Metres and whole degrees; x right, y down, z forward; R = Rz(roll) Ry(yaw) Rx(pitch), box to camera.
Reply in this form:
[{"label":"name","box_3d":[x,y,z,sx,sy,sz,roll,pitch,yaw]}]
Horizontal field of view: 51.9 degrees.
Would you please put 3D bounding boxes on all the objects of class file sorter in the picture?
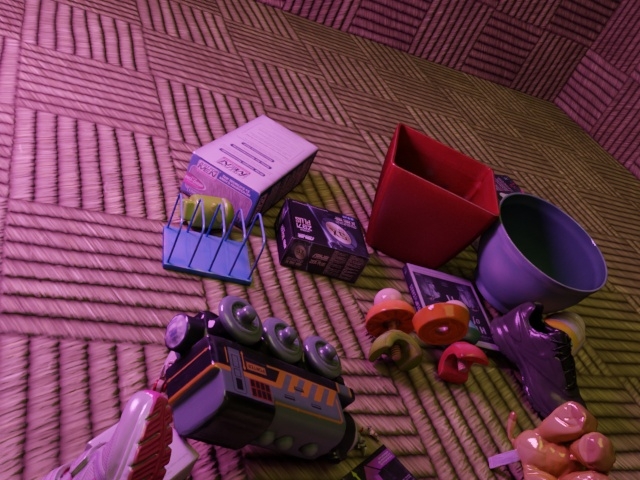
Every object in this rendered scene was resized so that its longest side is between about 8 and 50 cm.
[{"label":"file sorter","box_3d":[-0.200,-0.005,1.244,0.170,0.104,0.118,14,34,-23]}]

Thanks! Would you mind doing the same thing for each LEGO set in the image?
[{"label":"LEGO set","box_3d":[0.062,0.313,1.055,0.054,0.023,0.083,39,33,19]}]

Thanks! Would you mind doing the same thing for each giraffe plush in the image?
[{"label":"giraffe plush","box_3d":[0.425,0.382,1.123,0.171,0.210,0.181,25,63,-36]}]

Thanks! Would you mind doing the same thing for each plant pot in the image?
[{"label":"plant pot","box_3d":[0.244,-0.085,1.583,0.268,0.235,0.267,26,31,-5]},{"label":"plant pot","box_3d":[0.486,0.060,1.546,0.293,0.196,0.293,18,42,-17]}]

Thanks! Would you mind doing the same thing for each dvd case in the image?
[{"label":"dvd case","box_3d":[0.289,0.153,1.467,0.179,0.029,0.238,15,32,-19]}]

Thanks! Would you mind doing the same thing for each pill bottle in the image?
[{"label":"pill bottle","box_3d":[0.534,0.222,1.484,0.103,0.103,0.184,41,33,21]}]

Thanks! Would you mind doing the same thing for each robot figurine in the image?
[{"label":"robot figurine","box_3d":[-0.227,-0.057,1.335,0.115,0.067,0.101,6,7,-30]}]

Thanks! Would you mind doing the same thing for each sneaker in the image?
[{"label":"sneaker","box_3d":[0.467,0.252,1.340,0.109,0.130,0.286,-4,55,-47]},{"label":"sneaker","box_3d":[-0.249,0.270,0.698,0.111,0.252,0.103,24,-11,14]}]

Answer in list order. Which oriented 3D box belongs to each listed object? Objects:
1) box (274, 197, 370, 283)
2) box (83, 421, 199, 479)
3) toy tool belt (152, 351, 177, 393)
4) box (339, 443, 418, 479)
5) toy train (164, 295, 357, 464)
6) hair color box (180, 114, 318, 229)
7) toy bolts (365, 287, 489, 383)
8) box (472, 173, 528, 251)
[{"label":"box","box_3d":[0.000,0.000,1.419,0.180,0.077,0.147,16,33,-19]},{"label":"box","box_3d":[-0.227,0.281,0.813,0.102,0.087,0.101,38,32,17]},{"label":"toy tool belt","box_3d":[-0.211,0.201,0.981,0.051,0.052,0.083,18,32,-1]},{"label":"box","box_3d":[0.115,0.392,0.974,0.162,0.029,0.116,44,35,21]},{"label":"toy train","box_3d":[-0.076,0.212,0.938,0.334,0.142,0.190,32,29,-40]},{"label":"hair color box","box_3d":[-0.153,-0.169,1.522,0.174,0.105,0.347,32,31,7]},{"label":"toy bolts","box_3d":[0.222,0.149,1.254,0.229,0.218,0.158,22,44,-24]},{"label":"box","box_3d":[0.490,-0.050,1.796,0.142,0.163,0.247,2,39,-31]}]
